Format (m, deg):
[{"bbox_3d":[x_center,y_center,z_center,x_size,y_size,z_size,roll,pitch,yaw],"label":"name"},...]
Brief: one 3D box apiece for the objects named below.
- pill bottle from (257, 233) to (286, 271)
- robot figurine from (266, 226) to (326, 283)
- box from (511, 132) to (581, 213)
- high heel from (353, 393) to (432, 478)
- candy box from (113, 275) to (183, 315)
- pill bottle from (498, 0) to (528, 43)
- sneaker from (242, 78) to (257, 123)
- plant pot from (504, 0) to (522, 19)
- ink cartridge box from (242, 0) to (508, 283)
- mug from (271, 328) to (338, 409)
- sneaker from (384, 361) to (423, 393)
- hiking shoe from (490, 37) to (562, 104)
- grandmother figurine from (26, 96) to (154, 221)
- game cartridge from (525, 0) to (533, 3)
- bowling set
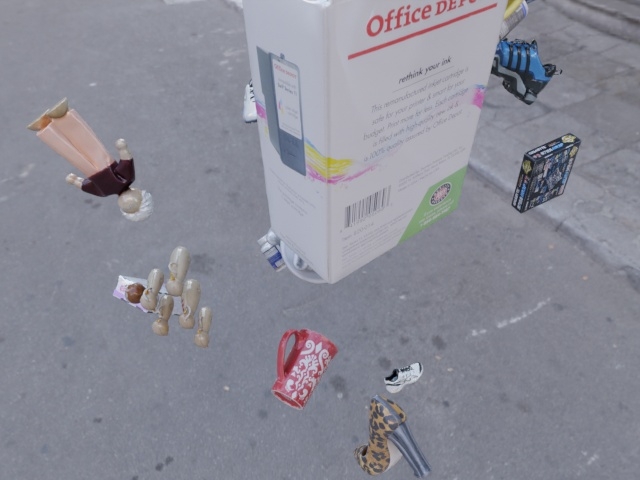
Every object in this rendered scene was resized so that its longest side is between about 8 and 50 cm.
[{"bbox_3d":[-0.149,0.037,1.510,0.067,0.067,0.120,-40,98,-36],"label":"pill bottle"},{"bbox_3d":[0.000,0.000,1.277,0.299,0.200,0.353,12,8,2],"label":"robot figurine"},{"bbox_3d":[0.696,-0.204,1.454,0.175,0.220,0.051,-24,49,-12],"label":"box"},{"bbox_3d":[0.118,0.425,1.049,0.093,0.261,0.186,-30,89,-34],"label":"high heel"},{"bbox_3d":[-0.532,0.181,1.515,0.164,0.196,0.070,18,87,29],"label":"candy box"},{"bbox_3d":[0.415,-0.513,1.113,0.137,0.078,0.078,-44,50,4],"label":"pill bottle"},{"bbox_3d":[-0.177,-0.392,1.288,0.085,0.086,0.237,-12,39,7],"label":"sneaker"},{"bbox_3d":[0.254,-0.534,0.912,0.253,0.254,0.239,0,23,-1],"label":"plant pot"},{"bbox_3d":[0.050,-0.150,0.436,0.207,0.354,0.119,-28,51,-25],"label":"ink cartridge box"},{"bbox_3d":[-0.058,0.313,1.171,0.150,0.113,0.169,34,61,-5],"label":"mug"},{"bbox_3d":[0.159,0.255,0.891,0.083,0.037,0.032,-33,25,-12],"label":"sneaker"},{"bbox_3d":[0.522,-0.515,1.297,0.303,0.132,0.113,30,23,-25],"label":"hiking shoe"},{"bbox_3d":[-0.556,-0.178,1.177,0.207,0.342,0.104,-17,38,28],"label":"grandmother figurine"},{"bbox_3d":[0.575,-0.662,1.180,0.198,0.062,0.297,-28,15,4],"label":"game cartridge"},{"bbox_3d":[-0.395,0.170,1.180,0.199,0.287,0.154,-12,37,1],"label":"bowling set"}]
